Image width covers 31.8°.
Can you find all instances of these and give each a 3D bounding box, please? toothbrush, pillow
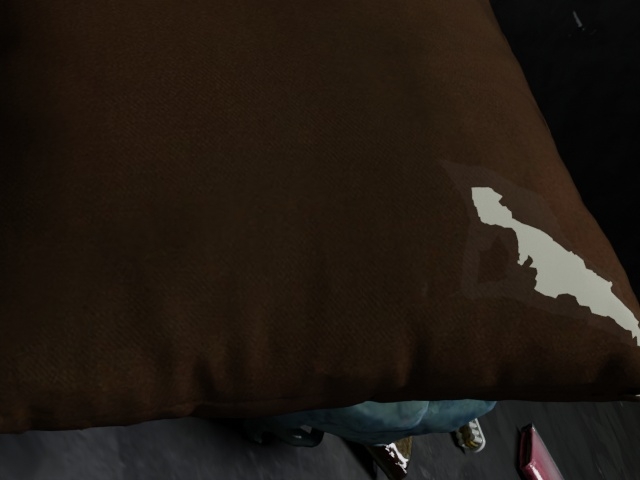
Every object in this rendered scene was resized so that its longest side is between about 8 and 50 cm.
[{"bbox_3d":[0.093,0.051,1.118,0.030,0.025,0.342,38,30,-58],"label":"toothbrush"},{"bbox_3d":[-0.026,-0.054,0.523,0.108,0.306,0.307,109,-25,-47],"label":"pillow"}]

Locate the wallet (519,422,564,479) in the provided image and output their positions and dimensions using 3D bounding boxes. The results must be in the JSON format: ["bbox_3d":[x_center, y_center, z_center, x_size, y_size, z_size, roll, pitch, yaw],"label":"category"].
[{"bbox_3d":[0.287,0.329,1.274,0.232,0.025,0.119,60,17,-5],"label":"wallet"}]

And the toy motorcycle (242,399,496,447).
[{"bbox_3d":[0.000,0.000,0.656,0.206,0.154,0.260,-38,97,-36],"label":"toy motorcycle"}]

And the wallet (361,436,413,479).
[{"bbox_3d":[0.000,0.046,0.799,0.243,0.039,0.133,52,29,-24],"label":"wallet"}]
